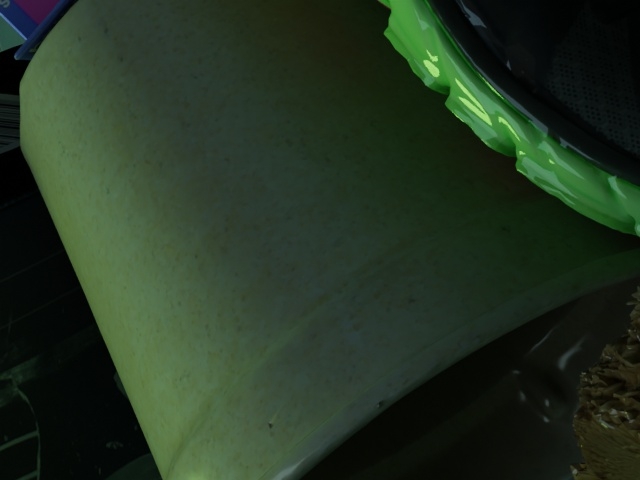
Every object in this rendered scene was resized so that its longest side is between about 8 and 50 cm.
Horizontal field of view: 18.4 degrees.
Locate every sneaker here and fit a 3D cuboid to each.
[{"bbox_3d":[0.123,-0.166,0.929,0.483,0.185,0.202,45,118,10],"label":"sneaker"}]

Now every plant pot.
[{"bbox_3d":[0.000,0.000,1.075,0.305,0.334,0.334,56,155,23],"label":"plant pot"}]

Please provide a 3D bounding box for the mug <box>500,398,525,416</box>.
[{"bbox_3d":[0.109,0.039,1.250,0.157,0.097,0.129,51,-168,12],"label":"mug"}]

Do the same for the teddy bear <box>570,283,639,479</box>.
[{"bbox_3d":[0.285,0.125,0.912,0.338,0.113,0.245,17,146,37],"label":"teddy bear"}]

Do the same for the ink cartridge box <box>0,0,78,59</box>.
[{"bbox_3d":[-0.087,-0.191,1.185,0.065,0.186,0.311,44,-166,4],"label":"ink cartridge box"}]

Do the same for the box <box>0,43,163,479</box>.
[{"bbox_3d":[-0.212,0.140,1.430,0.297,0.480,0.471,8,113,32],"label":"box"}]
